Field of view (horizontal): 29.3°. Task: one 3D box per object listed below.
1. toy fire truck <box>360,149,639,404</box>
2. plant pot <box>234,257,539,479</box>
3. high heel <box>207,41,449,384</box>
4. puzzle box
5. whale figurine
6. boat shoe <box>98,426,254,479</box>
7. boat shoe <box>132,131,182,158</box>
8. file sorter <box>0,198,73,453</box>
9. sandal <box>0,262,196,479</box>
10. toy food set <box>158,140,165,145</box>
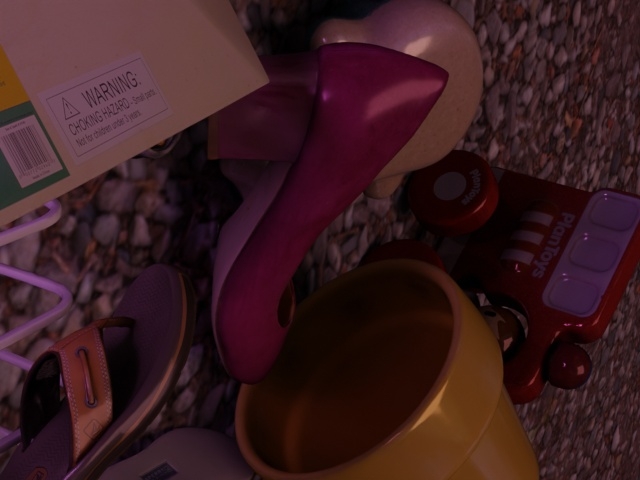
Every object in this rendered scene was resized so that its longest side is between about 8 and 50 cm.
[{"bbox_3d":[0.201,0.053,1.348,0.302,0.254,0.169,-60,145,-20],"label":"toy fire truck"},{"bbox_3d":[0.086,0.187,1.182,0.239,0.254,0.254,49,62,-31],"label":"plant pot"},{"bbox_3d":[0.000,0.000,1.028,0.377,0.181,0.127,93,-2,-49],"label":"high heel"},{"bbox_3d":[-0.186,-0.148,0.621,0.272,0.052,0.409,63,28,-8],"label":"puzzle box"},{"bbox_3d":[0.018,-0.127,1.136,0.272,0.141,0.216,-36,137,-10],"label":"whale figurine"},{"bbox_3d":[-0.145,0.230,1.089,0.227,0.079,0.081,-11,137,-59],"label":"boat shoe"},{"bbox_3d":[-0.101,-0.216,0.893,0.121,0.119,0.335,6,99,-57],"label":"boat shoe"},{"bbox_3d":[-0.261,0.103,0.751,0.193,0.173,0.277,-28,126,-49],"label":"file sorter"},{"bbox_3d":[-0.147,0.096,0.704,0.060,0.090,0.219,48,68,-30],"label":"sandal"},{"bbox_3d":[-0.199,-0.140,0.774,0.232,0.111,0.104,14,93,-26],"label":"toy food set"}]
